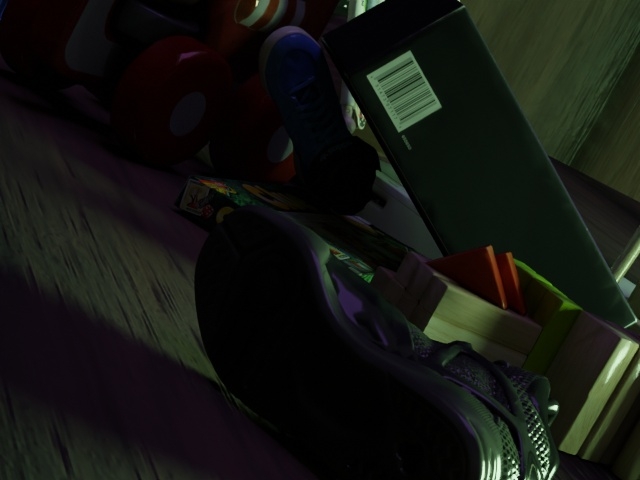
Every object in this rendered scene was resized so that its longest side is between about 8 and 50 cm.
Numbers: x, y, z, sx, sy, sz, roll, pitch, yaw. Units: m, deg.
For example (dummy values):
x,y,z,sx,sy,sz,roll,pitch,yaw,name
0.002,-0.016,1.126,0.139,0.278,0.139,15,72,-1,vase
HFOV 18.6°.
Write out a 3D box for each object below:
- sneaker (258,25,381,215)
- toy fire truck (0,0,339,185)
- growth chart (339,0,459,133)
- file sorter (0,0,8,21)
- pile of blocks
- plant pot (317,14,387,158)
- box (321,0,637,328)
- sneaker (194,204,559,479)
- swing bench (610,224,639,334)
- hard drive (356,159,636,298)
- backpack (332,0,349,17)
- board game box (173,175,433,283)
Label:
x,y,z,sx,sy,sz,roll,pitch,yaw,name
0.003,-0.085,1.470,0.084,0.058,0.152,45,-25,48,sneaker
-0.087,-0.193,1.513,0.169,0.254,0.302,34,10,32,toy fire truck
0.068,-0.164,1.634,0.021,0.172,0.237,4,0,25,growth chart
-0.244,-0.229,1.722,0.170,0.104,0.118,24,11,-29,file sorter
0.199,0.085,1.291,0.362,0.113,0.149,28,9,-7,pile of blocks
0.050,-0.140,1.817,0.237,0.110,0.237,19,6,-2,plant pot
0.111,-0.048,1.427,0.261,0.103,0.184,59,0,-15,box
0.032,0.069,0.971,0.227,0.087,0.130,40,12,38,sneaker
0.373,0.086,1.625,0.253,0.165,0.255,32,-9,24,swing bench
0.167,0.011,1.812,0.353,0.047,0.233,21,12,-41,hard drive
-0.062,-0.251,2.021,0.253,0.225,0.191,9,13,-40,backpack
0.000,0.000,1.431,0.136,0.030,0.259,29,9,16,board game box
